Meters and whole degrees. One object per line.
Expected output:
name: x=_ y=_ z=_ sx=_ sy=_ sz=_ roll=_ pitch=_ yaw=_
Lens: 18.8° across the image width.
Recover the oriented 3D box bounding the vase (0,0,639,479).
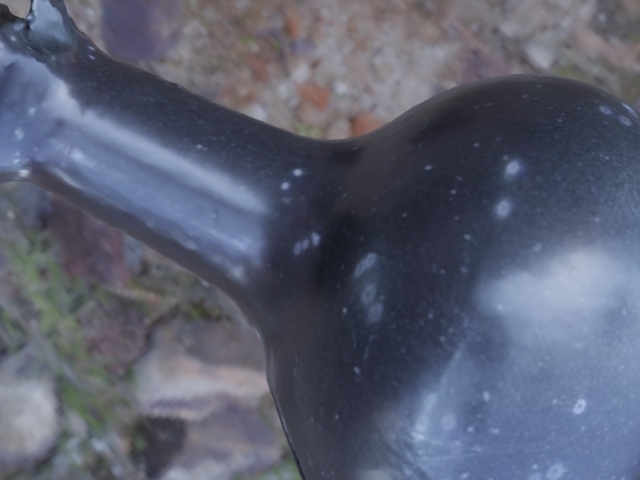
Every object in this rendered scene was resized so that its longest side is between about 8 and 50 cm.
vase: x=0.000 y=0.000 z=0.439 sx=0.120 sy=0.183 sz=0.120 roll=-63 pitch=-179 yaw=1
